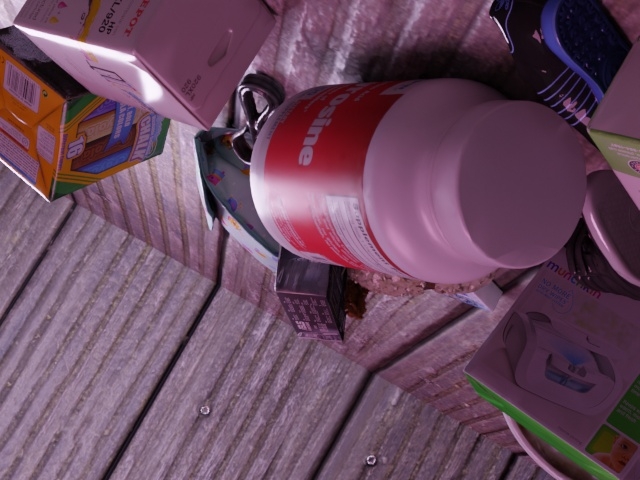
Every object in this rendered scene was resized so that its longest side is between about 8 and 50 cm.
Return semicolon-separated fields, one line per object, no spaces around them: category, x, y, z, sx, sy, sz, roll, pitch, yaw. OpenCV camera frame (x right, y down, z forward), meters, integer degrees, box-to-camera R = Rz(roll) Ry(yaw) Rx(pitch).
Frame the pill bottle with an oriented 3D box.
pill bottle;0.105;-0.071;1.466;0.229;0.229;0.407;36;166;-28

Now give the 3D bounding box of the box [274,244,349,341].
box;0.000;0.000;1.867;0.076;0.242;0.307;5;165;7

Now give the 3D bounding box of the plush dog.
plush dog;0.155;0.020;1.884;0.225;0.211;0.262;4;163;7

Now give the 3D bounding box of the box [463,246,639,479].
box;0.374;0.177;1.746;0.262;0.231;0.127;35;172;26

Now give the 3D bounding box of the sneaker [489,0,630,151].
sneaker;0.241;-0.154;1.187;0.090;0.081;0.232;20;158;48

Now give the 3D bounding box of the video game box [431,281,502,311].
video game box;0.185;0.036;2.147;0.187;0.048;0.205;21;166;42

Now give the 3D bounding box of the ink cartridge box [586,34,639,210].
ink cartridge box;0.392;-0.052;1.145;0.198;0.115;0.273;19;164;42

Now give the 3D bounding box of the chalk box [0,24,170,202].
chalk box;-0.322;-0.213;1.811;0.180;0.289;0.179;38;130;22

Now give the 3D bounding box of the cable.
cable;-0.083;-0.181;1.913;0.139;0.072;0.287;24;156;23

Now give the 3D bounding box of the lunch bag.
lunch bag;-0.119;-0.074;2.156;0.262;0.160;0.223;41;172;3

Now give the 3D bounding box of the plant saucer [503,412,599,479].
plant saucer;0.476;0.262;1.972;0.400;0.100;0.400;21;138;20

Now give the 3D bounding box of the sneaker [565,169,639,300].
sneaker;0.337;0.001;1.506;0.147;0.104;0.296;11;163;42

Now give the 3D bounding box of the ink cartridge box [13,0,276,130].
ink cartridge box;-0.212;-0.267;1.542;0.232;0.171;0.168;19;164;39
